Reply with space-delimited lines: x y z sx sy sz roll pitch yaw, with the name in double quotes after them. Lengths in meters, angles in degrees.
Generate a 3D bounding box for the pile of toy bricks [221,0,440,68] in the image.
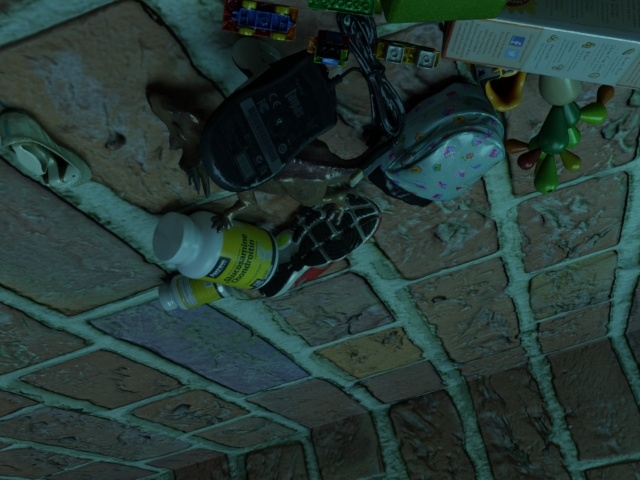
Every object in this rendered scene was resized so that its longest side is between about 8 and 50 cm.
0.016 -0.236 0.733 0.212 0.105 0.118 8 110 -5 "pile of toy bricks"

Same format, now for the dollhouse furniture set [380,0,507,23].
0.193 -0.291 0.545 0.301 0.151 0.198 -8 154 -16 "dollhouse furniture set"

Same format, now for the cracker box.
0.239 -0.233 0.706 0.232 0.156 0.067 9 153 1 "cracker box"

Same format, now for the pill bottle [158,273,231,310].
-0.218 0.082 1.287 0.116 0.065 0.065 -18 154 9 "pill bottle"

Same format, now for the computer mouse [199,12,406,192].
-0.017 -0.121 0.820 0.262 0.060 0.184 -45 126 -21 "computer mouse"

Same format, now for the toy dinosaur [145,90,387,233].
-0.054 -0.095 0.897 0.295 0.127 0.200 0 166 1 "toy dinosaur"

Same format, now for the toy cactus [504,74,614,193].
0.290 -0.174 0.912 0.112 0.219 0.180 24 168 30 "toy cactus"

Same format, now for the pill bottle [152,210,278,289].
-0.160 0.013 1.134 0.103 0.103 0.184 -32 149 32 "pill bottle"

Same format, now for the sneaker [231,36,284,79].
-0.060 -0.176 0.863 0.064 0.061 0.158 -21 153 27 "sneaker"

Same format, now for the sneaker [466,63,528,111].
0.211 -0.233 0.857 0.084 0.083 0.215 -17 153 9 "sneaker"

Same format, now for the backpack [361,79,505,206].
0.163 -0.126 1.009 0.151 0.115 0.182 14 140 -40 "backpack"

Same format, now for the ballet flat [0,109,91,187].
-0.332 -0.093 0.894 0.057 0.052 0.168 -19 154 9 "ballet flat"

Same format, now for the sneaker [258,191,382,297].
0.000 0.000 1.230 0.279 0.107 0.118 -31 168 37 "sneaker"
